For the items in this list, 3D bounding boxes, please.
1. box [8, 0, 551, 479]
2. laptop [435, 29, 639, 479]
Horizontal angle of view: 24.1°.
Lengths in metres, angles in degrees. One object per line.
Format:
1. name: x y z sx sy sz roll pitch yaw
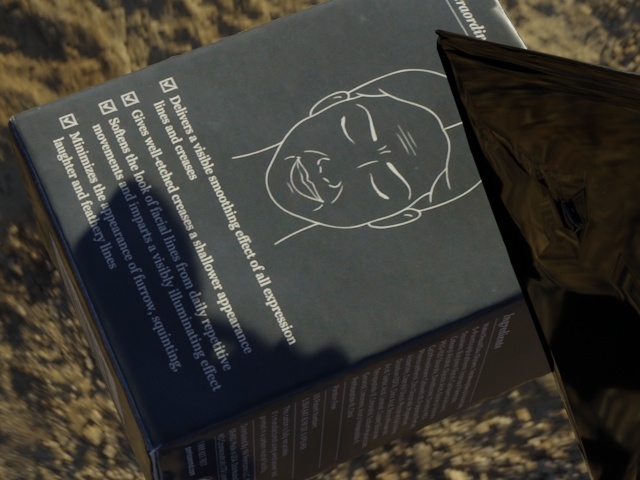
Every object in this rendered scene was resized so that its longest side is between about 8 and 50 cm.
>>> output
1. box: 0.000 0.000 1.177 0.395 0.212 0.293 -21 65 -12
2. laptop: 0.275 0.091 0.542 0.408 0.382 0.236 7 101 -23
